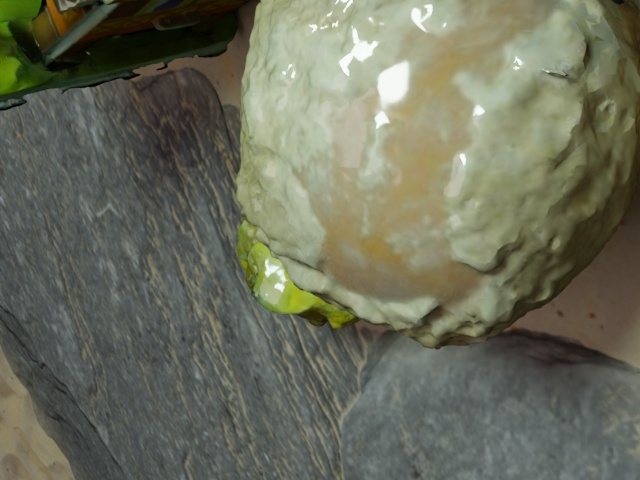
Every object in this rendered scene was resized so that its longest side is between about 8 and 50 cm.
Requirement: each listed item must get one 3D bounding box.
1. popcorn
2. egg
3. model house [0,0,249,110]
[{"bbox_3d":[0.009,-0.002,0.855,0.173,0.142,0.174,-11,74,45],"label":"popcorn"},{"bbox_3d":[0.075,-0.088,0.633,0.279,0.279,0.311,-12,68,50],"label":"egg"},{"bbox_3d":[-0.164,-0.270,0.732,0.312,0.357,0.243,-21,90,53],"label":"model house"}]
